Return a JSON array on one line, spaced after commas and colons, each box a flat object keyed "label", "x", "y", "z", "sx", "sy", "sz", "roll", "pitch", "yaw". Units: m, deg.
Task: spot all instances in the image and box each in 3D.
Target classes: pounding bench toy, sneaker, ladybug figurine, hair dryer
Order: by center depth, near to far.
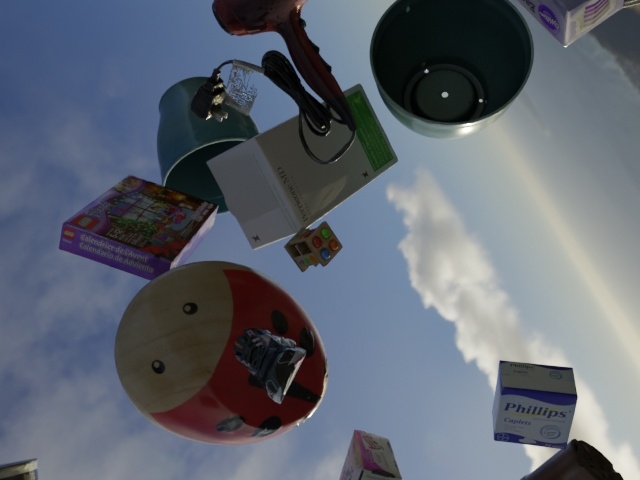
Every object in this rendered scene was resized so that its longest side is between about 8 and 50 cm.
[{"label": "sneaker", "x": -0.073, "y": 0.147, "z": 0.825, "sx": 0.077, "sy": 0.072, "sz": 0.178, "roll": 26, "pitch": 173, "yaw": -8}, {"label": "hair dryer", "x": -0.031, "y": -0.258, "z": 0.847, "sx": 0.224, "sy": 0.293, "sz": 0.080, "roll": 17, "pitch": -146, "yaw": -6}, {"label": "pounding bench toy", "x": 0.000, "y": 0.000, "z": 1.032, "sx": 0.083, "sy": 0.065, "sz": 0.052, "roll": -47, "pitch": -70, "yaw": -37}, {"label": "ladybug figurine", "x": -0.128, "y": 0.205, "z": 1.114, "sx": 0.162, "sy": 0.305, "sz": 0.449, "roll": 17, "pitch": 171, "yaw": 42}]

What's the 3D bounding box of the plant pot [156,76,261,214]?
[{"label": "plant pot", "x": -0.271, "y": -0.239, "z": 1.592, "sx": 0.272, "sy": 0.272, "sz": 0.255, "roll": 32, "pitch": -150, "yaw": -55}]

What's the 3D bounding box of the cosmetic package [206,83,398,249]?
[{"label": "cosmetic package", "x": -0.024, "y": -0.155, "z": 1.331, "sx": 0.365, "sy": 0.155, "sz": 0.197, "roll": -40, "pitch": -74, "yaw": -46}]

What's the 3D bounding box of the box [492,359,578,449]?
[{"label": "box", "x": 0.372, "y": 0.288, "z": 1.167, "sx": 0.072, "sy": 0.126, "sz": 0.137, "roll": -70, "pitch": -20, "yaw": -55}]

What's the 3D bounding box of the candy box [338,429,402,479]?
[{"label": "candy box", "x": 0.063, "y": 0.467, "z": 1.139, "sx": 0.071, "sy": 0.233, "sz": 0.159, "roll": 17, "pitch": -175, "yaw": -4}]

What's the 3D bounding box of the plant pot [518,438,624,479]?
[{"label": "plant pot", "x": 0.463, "y": 0.471, "z": 1.239, "sx": 0.167, "sy": 0.165, "sz": 0.167, "roll": 29, "pitch": -158, "yaw": -13}]

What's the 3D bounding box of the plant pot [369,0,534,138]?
[{"label": "plant pot", "x": 0.246, "y": -0.316, "z": 1.293, "sx": 0.293, "sy": 0.293, "sz": 0.196, "roll": 63, "pitch": 178, "yaw": 17}]

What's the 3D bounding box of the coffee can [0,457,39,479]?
[{"label": "coffee can", "x": -0.446, "y": 0.435, "z": 0.833, "sx": 0.201, "sy": 0.202, "sz": 0.275, "roll": 15, "pitch": -118, "yaw": -66}]

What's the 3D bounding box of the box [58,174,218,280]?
[{"label": "box", "x": -0.333, "y": -0.030, "z": 1.271, "sx": 0.201, "sy": 0.057, "sz": 0.293, "roll": 19, "pitch": -156, "yaw": 0}]

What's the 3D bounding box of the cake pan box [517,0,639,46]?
[{"label": "cake pan box", "x": 0.273, "y": -0.358, "z": 0.675, "sx": 0.267, "sy": 0.246, "sz": 0.070, "roll": 56, "pitch": -175, "yaw": 25}]
